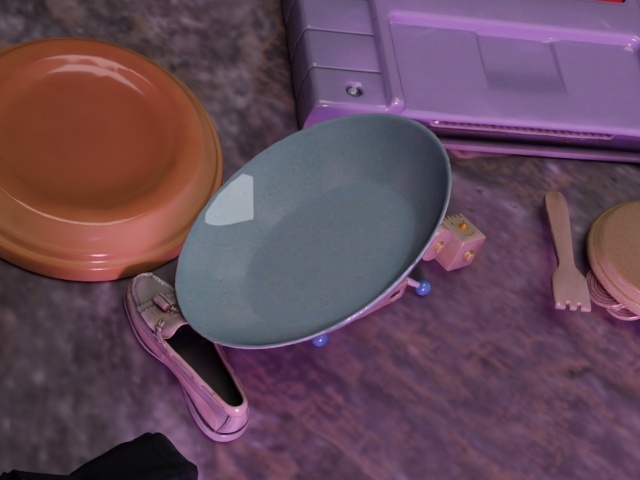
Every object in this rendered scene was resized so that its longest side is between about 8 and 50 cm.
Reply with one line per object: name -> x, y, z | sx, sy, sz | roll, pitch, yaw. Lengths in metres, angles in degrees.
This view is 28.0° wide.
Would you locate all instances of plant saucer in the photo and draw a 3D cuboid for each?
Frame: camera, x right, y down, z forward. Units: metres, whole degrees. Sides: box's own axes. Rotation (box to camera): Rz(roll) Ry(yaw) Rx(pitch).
plant saucer -> -0.162, -0.066, 0.875 | 0.200, 0.037, 0.200 | 8, 56, -13
plant saucer -> 0.000, 0.000, 0.813 | 0.195, 0.037, 0.195 | -20, 41, 19

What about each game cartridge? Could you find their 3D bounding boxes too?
game cartridge -> 0.145, -0.174, 1.040 | 0.355, 0.068, 0.230 | 2, 61, -17

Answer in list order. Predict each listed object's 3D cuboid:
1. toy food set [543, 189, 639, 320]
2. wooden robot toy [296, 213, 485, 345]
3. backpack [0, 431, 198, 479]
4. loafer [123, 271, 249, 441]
toy food set -> 0.256, 0.025, 0.961 | 0.192, 0.038, 0.132 | 7, 48, -8
wooden robot toy -> 0.029, 0.002, 0.877 | 0.173, 0.076, 0.079 | -24, 57, -31
backpack -> -0.135, 0.207, 0.560 | 0.276, 0.263, 0.213 | -13, 63, -27
loafer -> -0.081, 0.066, 0.811 | 0.045, 0.039, 0.125 | -24, 68, -29
